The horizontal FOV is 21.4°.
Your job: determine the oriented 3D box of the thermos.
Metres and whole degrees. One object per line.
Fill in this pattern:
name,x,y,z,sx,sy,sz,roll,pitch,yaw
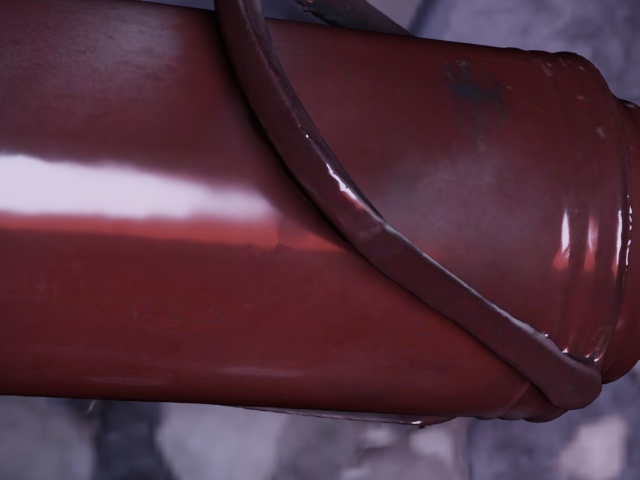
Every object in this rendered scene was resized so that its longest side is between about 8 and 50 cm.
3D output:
thermos,-0.001,-0.002,0.392,0.232,0.099,0.124,5,133,-18
